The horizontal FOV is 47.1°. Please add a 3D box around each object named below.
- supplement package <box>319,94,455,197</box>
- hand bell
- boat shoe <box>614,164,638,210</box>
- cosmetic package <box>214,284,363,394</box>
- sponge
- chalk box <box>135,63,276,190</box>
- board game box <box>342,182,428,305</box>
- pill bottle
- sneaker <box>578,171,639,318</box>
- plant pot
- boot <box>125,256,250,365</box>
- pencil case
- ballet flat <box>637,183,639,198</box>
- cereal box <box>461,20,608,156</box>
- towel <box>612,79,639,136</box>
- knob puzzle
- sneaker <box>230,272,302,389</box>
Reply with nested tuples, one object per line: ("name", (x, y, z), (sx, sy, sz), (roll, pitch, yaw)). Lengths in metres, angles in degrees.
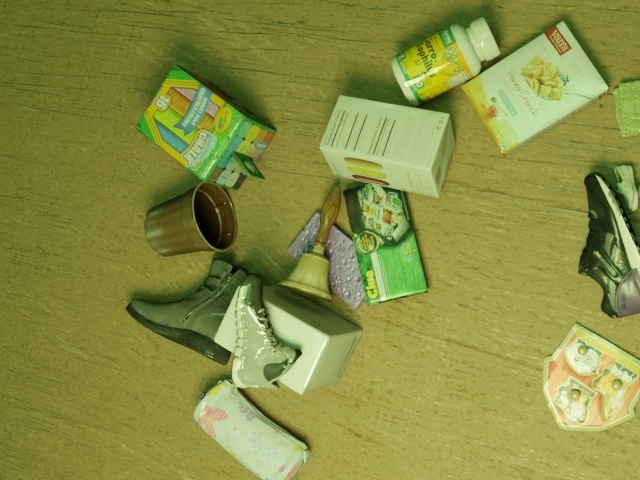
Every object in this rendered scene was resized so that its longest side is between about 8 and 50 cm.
("supplement package", (0.143, -0.198, 1.544), (0.243, 0.139, 0.134), (14, 73, 22))
("hand bell", (0.000, 0.000, 1.597), (0.126, 0.126, 0.242), (13, 79, 21))
("boat shoe", (0.590, -0.102, 1.423), (0.035, 0.035, 0.100), (0, 66, 3))
("cosmetic package", (-0.063, 0.202, 1.559), (0.224, 0.224, 0.138), (28, 96, 21))
("sponge", (0.037, 0.044, 1.636), (0.210, 0.031, 0.117), (40, 101, 19))
("chalk box", (-0.237, -0.239, 1.683), (0.289, 0.180, 0.179), (37, 99, 18))
("board game box", (0.138, 0.000, 1.582), (0.136, 0.030, 0.260), (-13, 76, 7))
("pill bottle", (0.263, -0.378, 1.537), (0.208, 0.117, 0.118), (-25, 78, 17))
("sneaker", (0.544, 0.011, 1.413), (0.124, 0.107, 0.284), (-24, 78, 24))
("plant pot", (-0.309, -0.040, 1.711), (0.165, 0.167, 0.167), (-13, 81, 26))
("boot", (-0.287, 0.139, 1.719), (0.338, 0.118, 0.223), (18, 76, 32))
("pencil case", (-0.154, 0.433, 1.637), (0.273, 0.113, 0.124), (37, 79, 19))
("ballet flat", (0.726, -0.023, 1.358), (0.316, 0.107, 0.106), (46, 122, 23))
("cereal box", (0.436, -0.309, 1.503), (0.240, 0.047, 0.173), (-33, 76, 15))
("towel", (0.653, -0.265, 1.430), (0.148, 0.027, 0.110), (-9, 82, 21))
("knob puzzle", (0.524, 0.288, 1.436), (0.213, 0.030, 0.213), (-1, 86, 20))
("sneaker", (-0.094, 0.181, 1.414), (0.132, 0.086, 0.229), (8, 101, 17))
